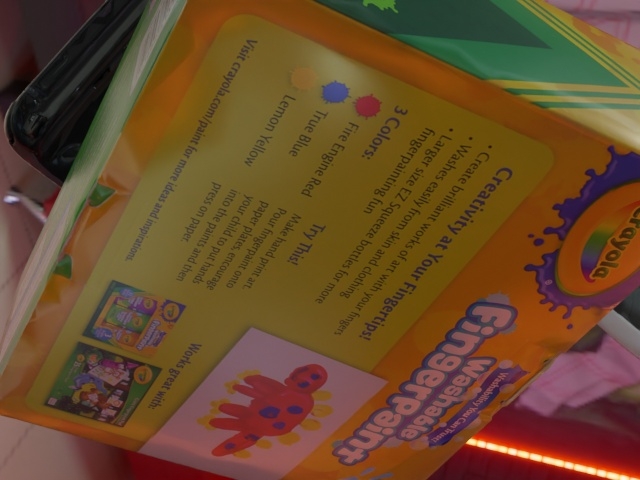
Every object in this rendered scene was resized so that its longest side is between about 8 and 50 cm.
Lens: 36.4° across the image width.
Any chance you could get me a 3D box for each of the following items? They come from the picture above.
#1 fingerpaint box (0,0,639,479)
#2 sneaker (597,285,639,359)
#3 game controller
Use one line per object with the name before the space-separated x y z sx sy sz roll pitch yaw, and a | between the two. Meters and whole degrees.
fingerpaint box | 0.000 0.000 0.738 0.445 0.371 0.163 -54 -156 38
sneaker | 0.276 -0.005 0.829 0.147 0.295 0.104 -49 144 17
game controller | -0.196 -0.185 1.079 0.319 0.166 0.067 -55 -165 -21
